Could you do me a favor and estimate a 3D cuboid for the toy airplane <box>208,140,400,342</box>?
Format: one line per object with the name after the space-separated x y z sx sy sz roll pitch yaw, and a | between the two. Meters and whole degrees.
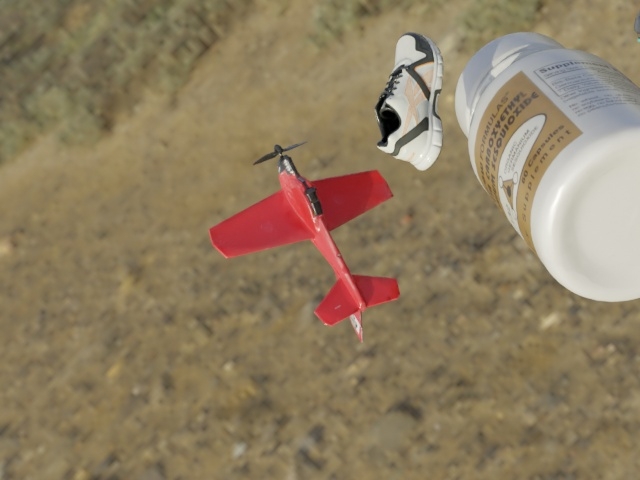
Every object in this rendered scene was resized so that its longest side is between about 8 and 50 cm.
0.000 0.000 1.129 0.151 0.151 0.028 -56 9 -30 | toy airplane

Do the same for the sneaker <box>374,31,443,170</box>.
0.061 -0.104 1.152 0.040 0.044 0.109 -42 41 49 | sneaker

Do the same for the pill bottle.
0.179 -0.064 1.163 0.131 0.131 0.229 -41 30 7 | pill bottle

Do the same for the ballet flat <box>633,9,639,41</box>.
0.401 -0.228 1.664 0.074 0.203 0.074 -2 87 53 | ballet flat
